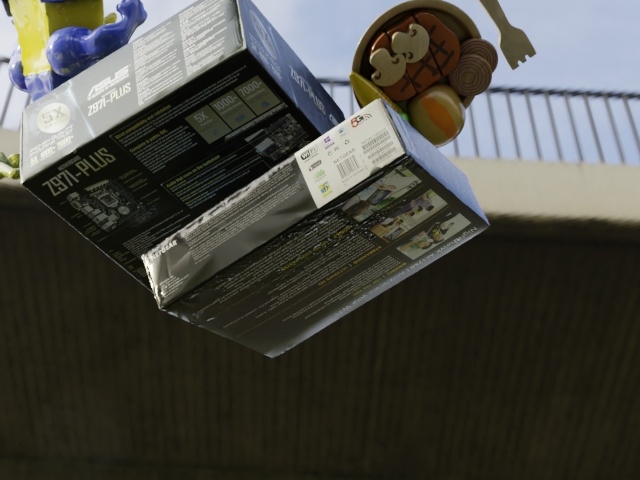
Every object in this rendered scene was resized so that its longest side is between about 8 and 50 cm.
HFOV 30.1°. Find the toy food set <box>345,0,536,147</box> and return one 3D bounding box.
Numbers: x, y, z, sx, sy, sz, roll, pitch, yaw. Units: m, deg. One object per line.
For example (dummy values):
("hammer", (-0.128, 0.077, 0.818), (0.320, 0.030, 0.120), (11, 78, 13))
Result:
("toy food set", (0.090, -0.143, 1.024), (0.192, 0.038, 0.132), (-38, -61, 1))

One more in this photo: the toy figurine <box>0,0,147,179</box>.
("toy figurine", (-0.241, -0.162, 1.013), (0.191, 0.362, 0.217), (-6, -85, -29))

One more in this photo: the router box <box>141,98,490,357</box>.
("router box", (0.000, 0.000, 0.740), (0.179, 0.046, 0.133), (-32, -31, 16))

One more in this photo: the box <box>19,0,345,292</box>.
("box", (-0.089, -0.065, 0.813), (0.180, 0.077, 0.147), (-29, -45, 17))
